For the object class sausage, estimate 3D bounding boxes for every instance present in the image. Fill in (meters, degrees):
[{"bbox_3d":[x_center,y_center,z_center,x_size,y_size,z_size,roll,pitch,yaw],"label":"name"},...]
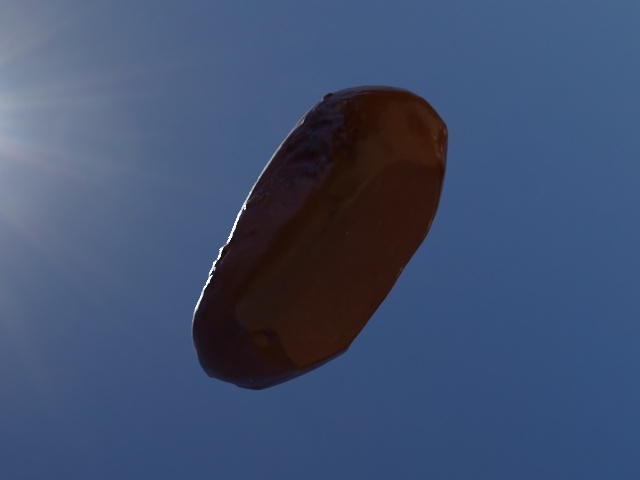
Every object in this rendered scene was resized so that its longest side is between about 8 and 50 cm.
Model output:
[{"bbox_3d":[0.000,0.000,0.554,0.089,0.179,0.089,30,178,1],"label":"sausage"}]
